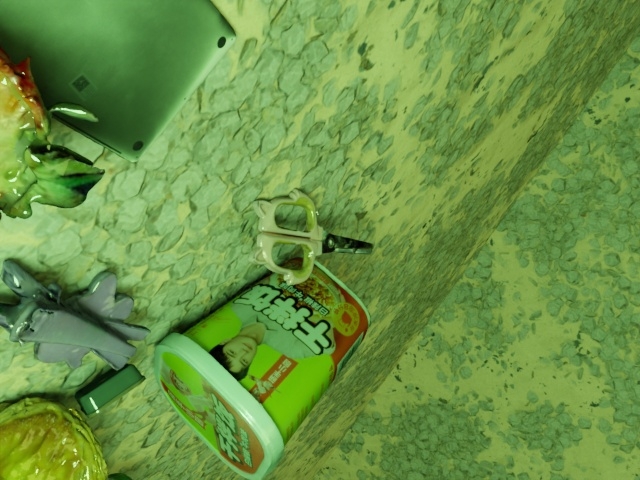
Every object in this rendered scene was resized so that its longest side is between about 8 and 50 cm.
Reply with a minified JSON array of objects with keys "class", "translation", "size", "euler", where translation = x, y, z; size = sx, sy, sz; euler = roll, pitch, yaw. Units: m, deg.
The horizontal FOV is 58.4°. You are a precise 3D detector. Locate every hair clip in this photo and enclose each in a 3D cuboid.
[{"class":"hair clip","translation":[-0.298,0.092,0.690],"size":[0.137,0.090,0.278],"euler":[-58,166,-12]}]

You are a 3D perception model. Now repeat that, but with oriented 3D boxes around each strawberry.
[{"class":"strawberry","translation":[-0.310,-0.072,0.404],"size":[0.286,0.106,0.188],"euler":[-7,129,-39]}]

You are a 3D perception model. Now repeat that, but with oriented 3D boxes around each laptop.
[{"class":"laptop","translation":[-0.194,-0.189,0.522],"size":[0.188,0.015,0.269],"euler":[-50,156,2]}]

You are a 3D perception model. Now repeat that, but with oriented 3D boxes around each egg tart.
[{"class":"egg tart","translation":[-0.414,0.354,0.744],"size":[0.294,0.116,0.295],"euler":[14,73,-56]}]

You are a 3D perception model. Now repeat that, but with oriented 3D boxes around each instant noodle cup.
[{"class":"instant noodle cup","translation":[-0.086,0.202,1.005],"size":[0.308,0.293,0.294],"euler":[-40,155,-36]}]

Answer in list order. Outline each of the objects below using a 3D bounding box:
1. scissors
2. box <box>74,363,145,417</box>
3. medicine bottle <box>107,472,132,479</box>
[{"class":"scissors","translation":[0.000,0.000,0.992],"size":[0.317,0.024,0.160],"euler":[7,85,-49]},{"class":"box","translation":[-0.309,0.213,0.831],"size":[0.091,0.031,0.126],"euler":[-34,-173,-27]},{"class":"medicine bottle","translation":[-0.426,0.464,0.952],"size":[0.133,0.133,0.274],"euler":[-51,157,5]}]
